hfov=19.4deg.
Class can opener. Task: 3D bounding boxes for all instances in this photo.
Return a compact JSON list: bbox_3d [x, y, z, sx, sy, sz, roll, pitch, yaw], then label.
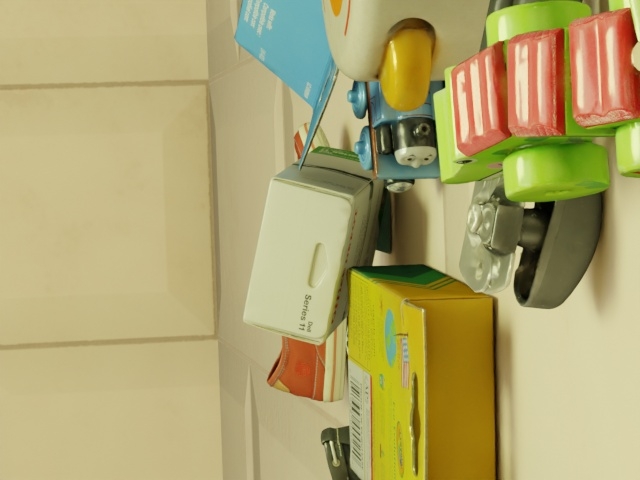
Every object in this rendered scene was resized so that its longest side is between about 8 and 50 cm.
[{"bbox_3d":[0.152,-0.097,1.249,0.076,0.095,0.283,-156,77,-70],"label":"can opener"}]

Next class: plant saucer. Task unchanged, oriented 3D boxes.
[{"bbox_3d":[0.050,-0.023,2.038,0.192,0.018,0.067,-162,71,-81],"label":"plant saucer"}]

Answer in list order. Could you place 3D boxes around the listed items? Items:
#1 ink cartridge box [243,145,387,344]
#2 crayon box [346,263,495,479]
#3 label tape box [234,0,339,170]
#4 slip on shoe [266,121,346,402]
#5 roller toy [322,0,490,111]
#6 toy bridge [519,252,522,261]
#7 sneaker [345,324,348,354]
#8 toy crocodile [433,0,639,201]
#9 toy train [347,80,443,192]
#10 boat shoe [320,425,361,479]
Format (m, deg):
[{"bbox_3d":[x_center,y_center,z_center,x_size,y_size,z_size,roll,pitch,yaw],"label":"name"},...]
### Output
[{"bbox_3d":[0.000,0.000,1.852,0.208,0.087,0.153,-41,-36,-74],"label":"ink cartridge box"},{"bbox_3d":[0.089,0.136,1.633,0.318,0.081,0.202,-146,55,-80],"label":"crayon box"},{"bbox_3d":[-0.007,-0.266,1.724,0.240,0.106,0.334,114,173,-70],"label":"label tape box"},{"bbox_3d":[-0.020,0.027,2.187,0.123,0.101,0.331,-86,-3,-79],"label":"slip on shoe"},{"bbox_3d":[0.070,-0.218,1.463,0.191,0.146,0.209,-117,26,-70],"label":"roller toy"},{"bbox_3d":[0.163,-0.058,1.307,0.063,0.026,0.188,-124,33,-68],"label":"toy bridge"},{"bbox_3d":[0.053,0.114,1.915,0.073,0.063,0.162,-106,16,-67],"label":"sneaker"},{"bbox_3d":[0.144,-0.087,1.063,0.340,0.105,0.115,168,100,-66],"label":"toy crocodile"},{"bbox_3d":[0.071,-0.139,1.698,0.105,0.080,0.184,141,127,-71],"label":"toy train"},{"bbox_3d":[0.032,0.299,2.043,0.084,0.079,0.233,-111,19,-59],"label":"boat shoe"}]
